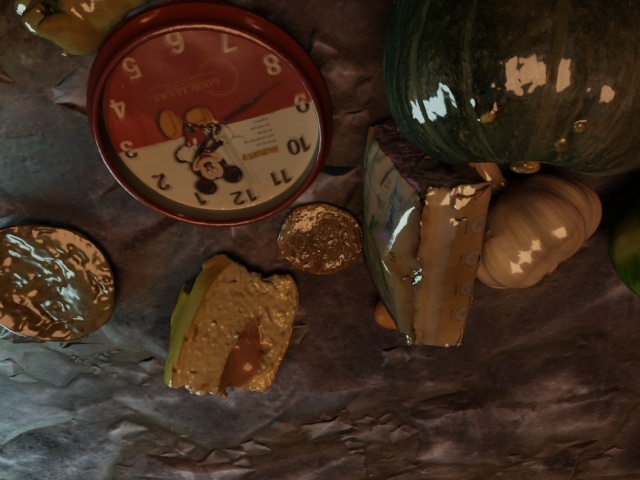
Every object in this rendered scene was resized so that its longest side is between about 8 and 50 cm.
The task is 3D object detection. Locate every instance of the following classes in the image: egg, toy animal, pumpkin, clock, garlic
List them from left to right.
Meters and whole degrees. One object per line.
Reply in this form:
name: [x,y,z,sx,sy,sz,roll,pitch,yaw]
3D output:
toy animal: [-0.245,-0.285,0.594,0.218,0.103,0.101,-32,139,18]
clock: [-0.141,-0.152,0.686,0.318,0.080,0.319,-3,132,-3]
egg: [0.131,0.119,0.891,0.083,0.071,0.071,-12,125,12]
garlic: [0.257,-0.050,0.736,0.199,0.199,0.226,-39,87,24]
pumpkin: [0.234,-0.200,0.534,0.327,0.291,0.258,1,106,-13]

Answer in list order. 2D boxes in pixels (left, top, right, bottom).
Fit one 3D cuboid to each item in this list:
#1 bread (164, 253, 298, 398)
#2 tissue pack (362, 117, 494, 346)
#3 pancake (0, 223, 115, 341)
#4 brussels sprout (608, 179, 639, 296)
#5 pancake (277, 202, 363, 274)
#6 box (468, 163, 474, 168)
bread: [-0.168,0.154,0.912,0.183,0.224,0.211,20,165,-22]
tissue pack: [0.126,-0.009,0.709,0.122,0.215,0.257,-7,126,-10]
pancake: [-0.453,0.066,0.865,0.241,0.050,0.242,-5,123,-7]
brussels sprout: [0.551,0.001,0.698,0.259,0.294,0.227,-10,110,-14]
pancake: [0.000,0.000,0.833,0.139,0.022,0.140,-1,126,-1]
box: [0.188,-0.111,0.723,0.020,0.073,0.149,-2,126,-11]
